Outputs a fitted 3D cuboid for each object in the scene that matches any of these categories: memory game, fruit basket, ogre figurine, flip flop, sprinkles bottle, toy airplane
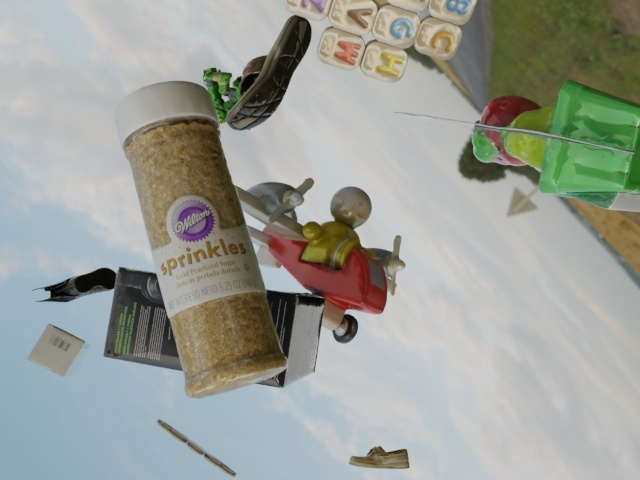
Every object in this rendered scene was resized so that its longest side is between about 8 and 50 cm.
[{"bbox_3d":[-0.238,0.398,1.392,0.186,0.012,0.186,32,163,11],"label":"memory game"},{"bbox_3d":[0.341,-0.141,1.093,0.353,0.165,0.327,11,-173,44],"label":"fruit basket"},{"bbox_3d":[-0.209,-0.331,1.713,0.197,0.118,0.097,16,-146,25],"label":"ogre figurine"},{"bbox_3d":[-0.117,-0.356,1.534,0.080,0.277,0.112,31,-176,23],"label":"flip flop"},{"bbox_3d":[-0.141,-0.004,0.845,0.121,0.121,0.355,10,-121,-64],"label":"sprinkles bottle"},{"bbox_3d":[0.000,0.000,1.503,0.384,0.272,0.386,36,-174,8],"label":"toy airplane"}]

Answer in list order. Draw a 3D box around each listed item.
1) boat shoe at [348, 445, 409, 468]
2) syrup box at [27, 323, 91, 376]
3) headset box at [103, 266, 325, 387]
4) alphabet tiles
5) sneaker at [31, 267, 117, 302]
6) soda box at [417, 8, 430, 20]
[{"bbox_3d":[0.121,0.448,1.501,0.135,0.050,0.045,9,-107,-23],"label":"boat shoe"},{"bbox_3d":[-0.623,0.267,1.748,0.093,0.096,0.237,30,166,-7],"label":"syrup box"},{"bbox_3d":[-0.156,0.127,1.102,0.283,0.131,0.246,7,176,11],"label":"headset box"},{"bbox_3d":[0.099,-0.381,1.074,0.278,0.284,0.021,15,-153,-10],"label":"alphabet tiles"},{"bbox_3d":[-0.503,0.096,1.507,0.170,0.089,0.051,-11,-96,-68],"label":"sneaker"},{"bbox_3d":[0.235,-0.602,1.663,0.091,0.098,0.286,55,-172,5],"label":"soda box"}]
